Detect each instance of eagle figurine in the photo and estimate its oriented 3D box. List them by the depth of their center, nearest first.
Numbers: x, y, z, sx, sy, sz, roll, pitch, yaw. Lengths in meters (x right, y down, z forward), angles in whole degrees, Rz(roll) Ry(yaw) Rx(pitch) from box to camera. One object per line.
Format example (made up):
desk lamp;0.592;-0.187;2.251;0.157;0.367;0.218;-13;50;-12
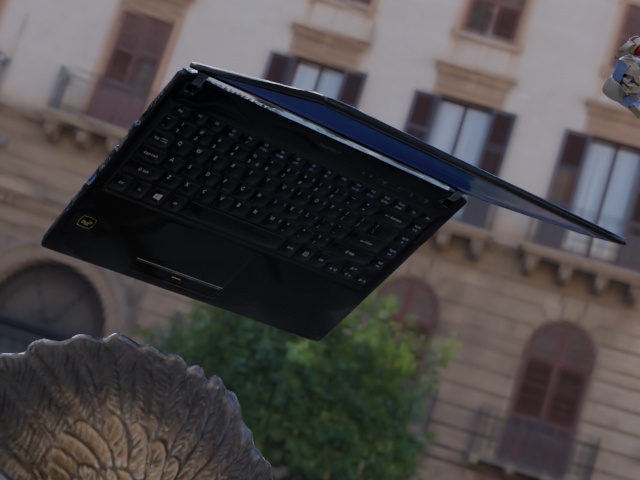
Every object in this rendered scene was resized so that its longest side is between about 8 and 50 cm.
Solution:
eagle figurine;-0.111;0.207;0.775;0.226;0.225;0.298;61;-4;21

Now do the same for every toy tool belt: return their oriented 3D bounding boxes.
toy tool belt;0.347;-0.177;1.502;0.051;0.052;0.083;49;-35;29

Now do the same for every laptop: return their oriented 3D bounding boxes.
laptop;0.000;0.000;0.837;0.234;0.136;0.264;23;-53;-34
